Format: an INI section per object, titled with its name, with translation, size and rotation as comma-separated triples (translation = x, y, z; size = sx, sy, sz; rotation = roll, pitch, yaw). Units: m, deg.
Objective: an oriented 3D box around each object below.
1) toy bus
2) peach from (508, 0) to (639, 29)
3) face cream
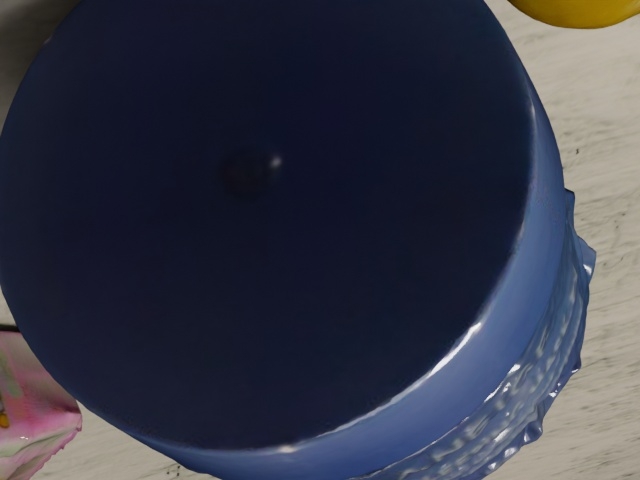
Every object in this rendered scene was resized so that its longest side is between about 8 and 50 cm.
[toy bus]
translation = -0.260, 0.154, 1.130
size = 0.112, 0.090, 0.274
rotation = -8, 153, -44
[peach]
translation = 0.150, -0.171, 0.783
size = 0.179, 0.103, 0.179
rotation = -18, 153, -9
[face cream]
translation = 0.000, 0.000, 0.835
size = 0.249, 0.249, 0.225
rotation = -26, 159, 9
